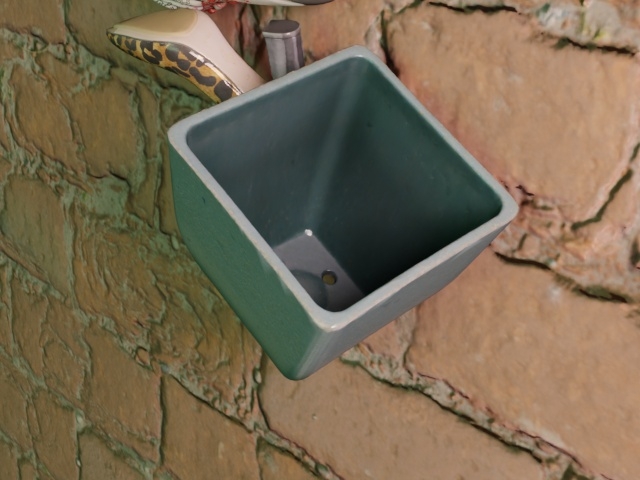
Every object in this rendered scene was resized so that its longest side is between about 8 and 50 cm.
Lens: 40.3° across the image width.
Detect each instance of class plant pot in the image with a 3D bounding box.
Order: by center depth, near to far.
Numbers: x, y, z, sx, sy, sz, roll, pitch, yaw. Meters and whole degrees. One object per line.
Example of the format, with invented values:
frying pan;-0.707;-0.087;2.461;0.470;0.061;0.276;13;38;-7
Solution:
plant pot;0.000;0.000;0.907;0.248;0.247;0.252;50;150;18

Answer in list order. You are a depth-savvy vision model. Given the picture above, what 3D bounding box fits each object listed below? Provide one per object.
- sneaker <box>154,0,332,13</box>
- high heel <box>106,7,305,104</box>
sneaker;-0.096;-0.305;0.986;0.270;0.145;0.090;10;88;5
high heel;-0.128;-0.169;1.019;0.261;0.093;0.186;11;131;23
